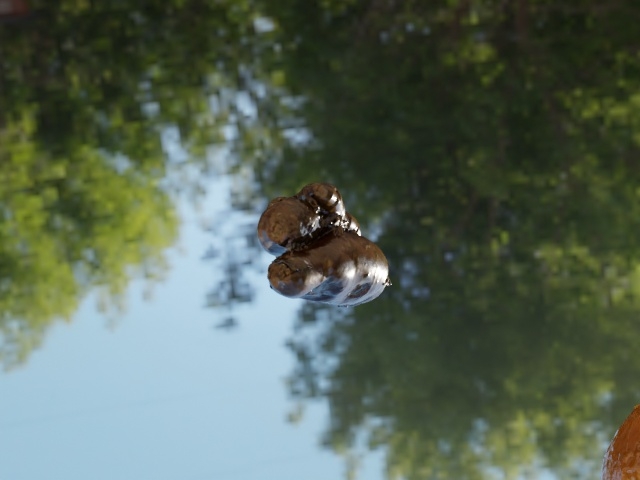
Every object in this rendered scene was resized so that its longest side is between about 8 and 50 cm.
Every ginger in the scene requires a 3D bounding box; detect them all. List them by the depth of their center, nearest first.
[{"bbox_3d":[0.000,0.000,1.440,0.073,0.103,0.162,-32,164,20],"label":"ginger"}]

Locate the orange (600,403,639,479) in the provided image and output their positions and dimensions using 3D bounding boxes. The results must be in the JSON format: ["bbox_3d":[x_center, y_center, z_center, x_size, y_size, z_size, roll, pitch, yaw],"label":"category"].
[{"bbox_3d":[0.214,0.135,0.918,0.135,0.136,0.117,6,-159,42],"label":"orange"}]
